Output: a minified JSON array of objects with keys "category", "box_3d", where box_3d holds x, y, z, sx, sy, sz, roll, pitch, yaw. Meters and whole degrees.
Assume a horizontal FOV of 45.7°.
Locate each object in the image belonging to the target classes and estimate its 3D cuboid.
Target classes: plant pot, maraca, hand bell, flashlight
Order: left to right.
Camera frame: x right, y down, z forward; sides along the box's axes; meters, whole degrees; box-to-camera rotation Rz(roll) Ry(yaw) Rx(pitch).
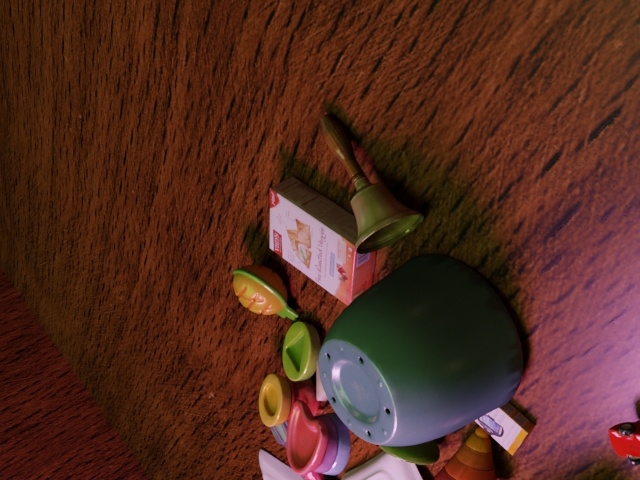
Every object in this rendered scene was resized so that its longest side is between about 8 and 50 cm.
[{"category":"maraca","box_3d":[-0.121,0.121,1.689,0.127,0.099,0.185,11,151,51]},{"category":"flashlight","box_3d":[-0.027,0.579,1.927,0.103,0.103,0.304,-27,93,31]},{"category":"hand bell","box_3d":[0.063,-0.112,1.277,0.242,0.126,0.126,64,149,17]},{"category":"plant pot","box_3d":[0.141,0.198,1.247,0.293,0.235,0.292,30,132,40]}]

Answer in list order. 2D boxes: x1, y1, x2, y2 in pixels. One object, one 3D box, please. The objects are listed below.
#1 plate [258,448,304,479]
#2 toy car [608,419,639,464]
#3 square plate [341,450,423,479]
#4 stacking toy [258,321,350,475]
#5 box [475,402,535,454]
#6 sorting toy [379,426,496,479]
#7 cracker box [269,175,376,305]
[{"category":"plate","box_3d":[-0.074,0.764,2.185,0.278,0.045,0.277,20,132,44]},{"category":"toy car","box_3d":[0.531,0.299,1.008,0.225,0.053,0.239,49,147,13]},{"category":"square plate","box_3d":[0.168,0.652,1.689,0.344,0.049,0.347,66,149,20]},{"category":"stacking toy","box_3d":[-0.001,0.344,1.677,0.309,0.130,0.279,48,123,55]},{"category":"box","box_3d":[0.304,0.304,1.335,0.136,0.028,0.081,44,144,26]},{"category":"sorting toy","box_3d":[0.203,0.365,1.480,0.366,0.127,0.126,24,105,45]},{"category":"cracker box","box_3d":[0.000,0.000,1.453,0.232,0.067,0.155,35,140,33]}]
